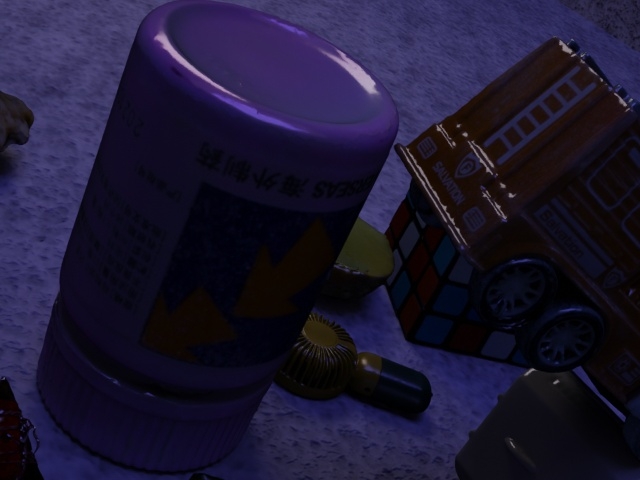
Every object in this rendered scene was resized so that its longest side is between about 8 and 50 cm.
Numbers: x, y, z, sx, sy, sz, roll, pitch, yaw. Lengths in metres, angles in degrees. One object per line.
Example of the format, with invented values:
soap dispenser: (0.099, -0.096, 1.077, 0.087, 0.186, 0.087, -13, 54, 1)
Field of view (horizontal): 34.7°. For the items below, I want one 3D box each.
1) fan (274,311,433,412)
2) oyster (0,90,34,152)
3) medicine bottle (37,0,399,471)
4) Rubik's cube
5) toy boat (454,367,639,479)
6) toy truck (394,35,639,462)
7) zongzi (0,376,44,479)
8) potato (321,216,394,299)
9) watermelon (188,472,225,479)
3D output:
fan: (0.026, 0.107, 0.882, 0.155, 0.039, 0.082, 21, 29, -9)
oyster: (-0.407, -0.124, 0.847, 0.341, 0.110, 0.166, 12, 31, -22)
medicine bottle: (-0.080, 0.001, 0.709, 0.178, 0.290, 0.178, 19, 29, -11)
Rubik's cube: (0.167, 0.013, 1.035, 0.154, 0.151, 0.155, 15, 30, -21)
toy boat: (0.229, 0.220, 0.770, 0.269, 0.140, 0.141, 42, 33, 24)
toy truck: (0.201, 0.013, 0.691, 0.305, 0.162, 0.136, 39, 16, -35)
zongzi: (-0.198, 0.142, 0.650, 0.073, 0.067, 0.083, 27, 45, -22)
potato: (0.000, 0.000, 1.027, 0.119, 0.054, 0.198, -1, 34, -38)
watermelon: (-0.053, 0.256, 0.457, 0.123, 0.129, 0.301, -8, 33, 0)
